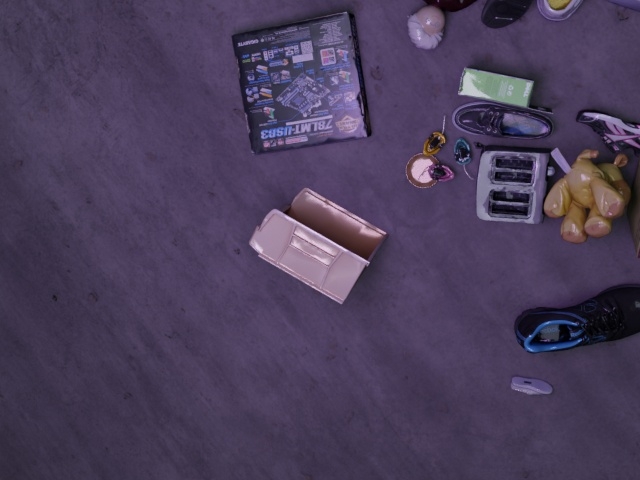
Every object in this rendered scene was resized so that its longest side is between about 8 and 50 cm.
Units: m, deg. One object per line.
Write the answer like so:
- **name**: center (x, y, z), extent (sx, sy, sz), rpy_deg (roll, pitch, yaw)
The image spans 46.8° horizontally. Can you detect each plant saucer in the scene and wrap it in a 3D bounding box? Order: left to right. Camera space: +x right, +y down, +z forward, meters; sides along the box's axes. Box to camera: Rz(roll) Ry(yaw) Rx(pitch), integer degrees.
- **plant saucer**: center (0.247, -0.168, 1.775), extent (0.083, 0.015, 0.083), rpy_deg (3, 102, 13)

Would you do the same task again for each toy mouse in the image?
- **toy mouse**: center (0.301, -0.187, 1.739), extent (0.143, 0.031, 0.161), rpy_deg (35, 93, -2)

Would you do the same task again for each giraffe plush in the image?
- **giraffe plush**: center (0.601, -0.109, 1.615), extent (0.181, 0.170, 0.210), rpy_deg (-26, 75, 49)

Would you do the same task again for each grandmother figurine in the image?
- **grandmother figurine**: center (0.280, -0.589, 1.624), extent (0.208, 0.104, 0.342), rpy_deg (22, 107, 2)

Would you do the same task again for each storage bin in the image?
- **storage bin**: center (0.000, 0.000, 1.747), extent (0.260, 0.262, 0.123), rpy_deg (30, 110, 5)

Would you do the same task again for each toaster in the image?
- **toaster**: center (0.433, -0.132, 1.689), extent (0.186, 0.110, 0.168), rpy_deg (5, 103, 13)

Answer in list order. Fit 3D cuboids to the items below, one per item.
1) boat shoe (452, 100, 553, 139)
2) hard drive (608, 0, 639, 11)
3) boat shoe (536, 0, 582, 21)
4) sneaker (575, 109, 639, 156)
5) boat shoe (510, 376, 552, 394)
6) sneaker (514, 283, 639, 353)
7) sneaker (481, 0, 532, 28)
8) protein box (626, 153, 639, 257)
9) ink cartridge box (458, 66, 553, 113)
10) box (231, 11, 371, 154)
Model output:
- **boat shoe**: center (0.413, -0.266, 1.680), extent (0.229, 0.076, 0.080), rpy_deg (13, 105, 10)
- **hard drive**: center (0.745, -0.554, 1.544), extent (0.255, 0.054, 0.172), rpy_deg (17, 106, 9)
- **boat shoe**: center (0.550, -0.636, 1.518), extent (0.136, 0.156, 0.367), rpy_deg (27, 108, 6)
- **sneaker**: center (0.649, -0.233, 1.634), extent (0.178, 0.072, 0.077), rpy_deg (21, 108, 9)
- **boat shoe**: center (0.520, 0.364, 1.827), extent (0.100, 0.035, 0.035), rpy_deg (9, 132, 8)
- **sneaker**: center (0.622, 0.198, 1.704), extent (0.341, 0.139, 0.125), rpy_deg (-18, 96, 16)
- **sneaker**: center (0.425, -0.572, 1.603), extent (0.087, 0.130, 0.227), rpy_deg (17, 141, -9)
- **protein box**: center (0.741, -0.089, 1.551), extent (0.136, 0.201, 0.199), rpy_deg (6, 121, 12)
- **ink cartridge box**: center (0.417, -0.336, 1.646), extent (0.209, 0.109, 0.062), rpy_deg (14, 106, 10)
- **box**: center (-0.045, -0.370, 1.771), extent (0.296, 0.073, 0.293), rpy_deg (-7, 102, 15)
